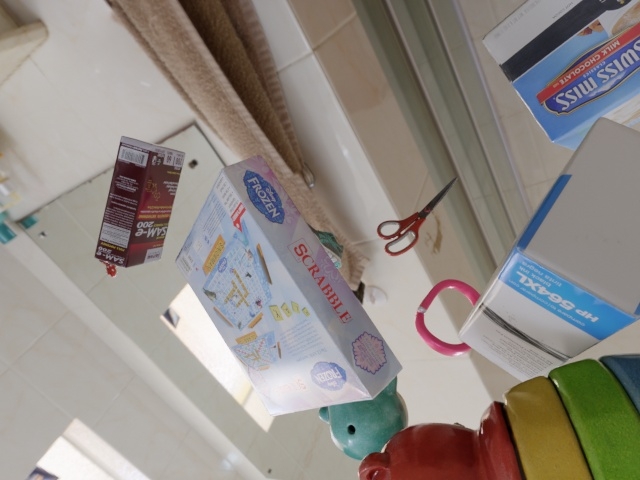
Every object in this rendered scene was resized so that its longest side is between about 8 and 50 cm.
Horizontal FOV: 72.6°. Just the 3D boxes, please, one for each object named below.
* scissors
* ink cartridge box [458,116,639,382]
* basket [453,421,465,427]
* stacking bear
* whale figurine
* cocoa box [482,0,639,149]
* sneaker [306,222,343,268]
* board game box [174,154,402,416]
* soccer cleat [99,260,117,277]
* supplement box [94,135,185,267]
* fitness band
[{"bbox_3d":[0.289,-0.064,1.204,0.297,0.021,0.109,-32,-116,-6],"label":"scissors"},{"bbox_3d":[0.208,0.024,0.381,0.086,0.203,0.148,33,-112,20],"label":"ink cartridge box"},{"bbox_3d":[0.242,0.545,0.821,0.223,0.299,0.213,-7,-157,-33],"label":"basket"},{"bbox_3d":[0.174,0.169,0.296,0.289,0.175,0.164,-17,-144,17],"label":"stacking bear"},{"bbox_3d":[0.070,0.344,0.954,0.216,0.272,0.141,-35,163,22],"label":"whale figurine"},{"bbox_3d":[0.501,-0.319,0.791,0.231,0.228,0.347,-35,165,36],"label":"cocoa box"},{"bbox_3d":[0.000,0.000,1.141,0.065,0.166,0.076,-19,-145,42],"label":"sneaker"},{"bbox_3d":[-0.078,0.094,0.637,0.066,0.318,0.318,-30,174,-36],"label":"board game box"},{"bbox_3d":[-0.501,0.062,1.048,0.083,0.035,0.029,35,-84,37],"label":"soccer cleat"},{"bbox_3d":[-0.355,-0.075,0.869,0.073,0.239,0.130,17,-173,8],"label":"supplement box"},{"bbox_3d":[0.431,0.245,1.421,0.291,0.209,0.054,-41,161,-38],"label":"fitness band"}]
